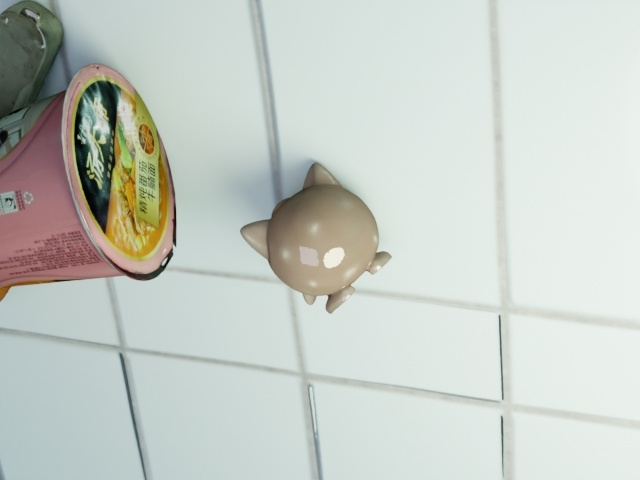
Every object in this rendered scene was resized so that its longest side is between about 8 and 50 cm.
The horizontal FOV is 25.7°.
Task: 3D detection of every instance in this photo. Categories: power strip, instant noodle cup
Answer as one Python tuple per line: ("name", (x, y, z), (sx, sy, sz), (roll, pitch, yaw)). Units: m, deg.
("power strip", (-0.372, -0.164, 1.612), (0.080, 0.048, 0.286), (34, 128, -1))
("instant noodle cup", (-0.317, -0.048, 1.526), (0.255, 0.244, 0.244), (-13, 114, 21))

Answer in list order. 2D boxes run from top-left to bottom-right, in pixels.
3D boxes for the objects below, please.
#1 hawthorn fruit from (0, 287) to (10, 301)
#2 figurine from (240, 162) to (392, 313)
("hawthorn fruit", (-0.447, 0.045, 1.720), (0.162, 0.163, 0.203), (30, 145, 5))
("figurine", (0.000, 0.000, 1.504), (0.138, 0.125, 0.125), (44, 128, 7))
